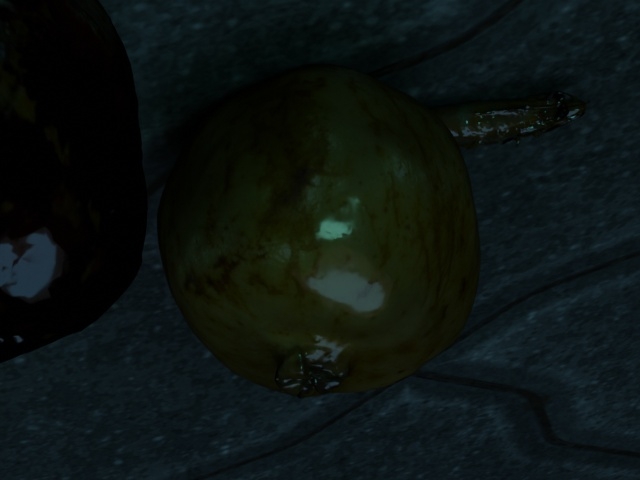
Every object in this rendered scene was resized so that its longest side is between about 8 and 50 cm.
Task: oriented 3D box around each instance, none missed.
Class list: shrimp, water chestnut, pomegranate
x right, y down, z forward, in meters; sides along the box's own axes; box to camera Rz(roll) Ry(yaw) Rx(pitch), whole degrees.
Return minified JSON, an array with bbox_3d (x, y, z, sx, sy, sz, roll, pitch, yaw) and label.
[{"bbox_3d":[0.115,-0.070,1.448,0.178,0.034,0.124,-11,156,-8],"label":"shrimp"},{"bbox_3d":[-0.216,-0.039,1.057,0.289,0.244,0.289,-37,165,-12],"label":"water chestnut"},{"bbox_3d":[0.000,0.000,1.296,0.248,0.248,0.248,-14,153,-7],"label":"pomegranate"}]
